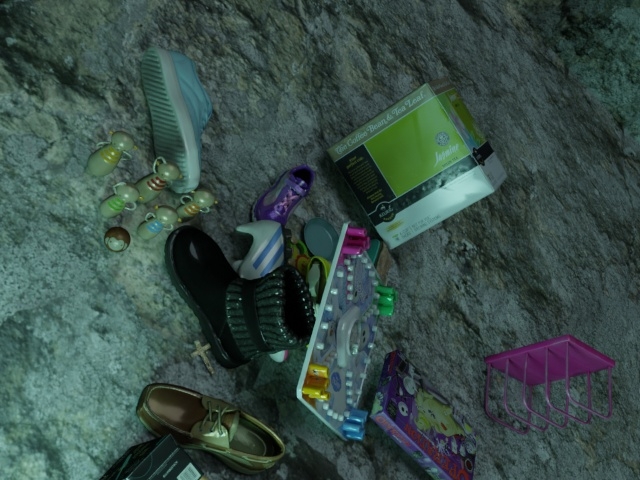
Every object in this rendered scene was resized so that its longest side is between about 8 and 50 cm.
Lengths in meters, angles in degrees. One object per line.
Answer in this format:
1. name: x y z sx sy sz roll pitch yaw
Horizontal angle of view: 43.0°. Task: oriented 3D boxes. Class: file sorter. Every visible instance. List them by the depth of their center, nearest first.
1. file sorter: 0.619 0.405 2.215 0.202 0.290 0.182 29 55 -28

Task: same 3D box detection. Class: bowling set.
1. bowling set: -0.361 -0.071 1.689 0.287 0.154 0.200 28 53 -28

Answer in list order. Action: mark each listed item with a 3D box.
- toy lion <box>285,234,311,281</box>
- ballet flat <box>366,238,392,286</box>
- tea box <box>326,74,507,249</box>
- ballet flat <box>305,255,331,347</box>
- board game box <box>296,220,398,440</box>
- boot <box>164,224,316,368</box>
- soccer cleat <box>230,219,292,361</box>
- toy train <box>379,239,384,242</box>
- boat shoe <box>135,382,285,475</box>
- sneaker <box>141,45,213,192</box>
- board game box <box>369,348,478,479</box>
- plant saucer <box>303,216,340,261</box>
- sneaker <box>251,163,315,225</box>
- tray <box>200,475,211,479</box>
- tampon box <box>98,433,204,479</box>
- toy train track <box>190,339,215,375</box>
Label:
1. toy lion: -0.051 0.049 1.990 0.096 0.034 0.100 29 52 -36
2. ballet flat: 0.115 0.129 2.047 0.106 0.107 0.316 59 43 -28
3. tea box: 0.257 -0.207 2.141 0.324 0.329 0.220 58 27 -3
4. ballet flat: -0.014 0.143 1.922 0.077 0.077 0.231 66 26 -65
5. board game box: 0.075 0.214 1.794 0.390 0.050 0.390 58 44 -59
6. boot: -0.165 0.091 1.703 0.131 0.260 0.348 -29 90 -45
7. soccer cleat: -0.137 0.113 1.843 0.143 0.116 0.331 1 71 -14
8. toy train: 0.173 0.009 2.213 0.023 0.017 0.083 40 47 -33
9. boat shoe: -0.207 0.367 1.629 0.324 0.120 0.123 31 52 -27
10. sneaker: -0.300 -0.280 1.862 0.150 0.135 0.366 -1 71 -38
11. board game box: 0.263 0.453 1.992 0.347 0.056 0.208 46 41 -21
12. plant saucer: 0.000 0.000 2.062 0.119 0.021 0.119 19 58 -34
13. sneaker: -0.083 -0.107 1.986 0.095 0.104 0.236 44 48 -17
14. tray: -0.274 0.621 1.430 0.202 0.076 0.411 34 45 9
15. tampon box: -0.315 0.437 1.470 0.101 0.161 0.120 53 47 -8
16. toy train track: -0.244 0.249 1.723 0.048 0.014 0.083 -30 97 -27
